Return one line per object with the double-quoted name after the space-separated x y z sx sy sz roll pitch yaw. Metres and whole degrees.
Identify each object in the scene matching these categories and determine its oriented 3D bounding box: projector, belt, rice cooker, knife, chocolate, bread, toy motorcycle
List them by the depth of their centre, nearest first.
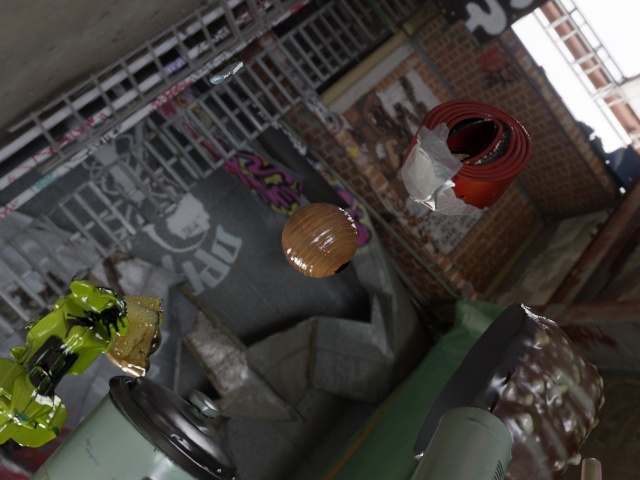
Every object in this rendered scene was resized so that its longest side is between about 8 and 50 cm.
0.140 0.326 0.682 0.108 0.108 0.337 -34 -179 33 "projector"
-0.269 0.353 0.884 0.317 0.264 0.316 -39 -160 17 "rice cooker"
0.325 0.280 0.961 0.340 0.210 0.225 -47 175 -29 "chocolate"
-0.430 0.183 0.976 0.206 0.142 0.342 -41 -163 25 "toy motorcycle"
-0.165 -0.298 1.046 0.028 0.015 0.210 -19 -159 10 "knife"
0.299 -0.176 1.244 0.324 0.227 0.115 -32 157 -37 "belt"
-0.450 0.217 1.405 0.251 0.133 0.174 -151 -101 -73 "bread"

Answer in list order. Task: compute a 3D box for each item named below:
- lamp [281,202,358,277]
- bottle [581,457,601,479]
0.000 0.000 1.024 0.136 0.136 0.136 -39 -170 8 "lamp"
0.622 0.552 1.353 0.045 0.045 0.096 -29 -150 47 "bottle"
